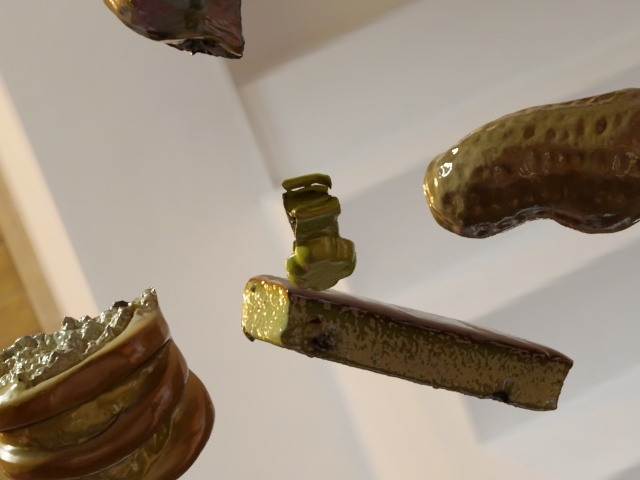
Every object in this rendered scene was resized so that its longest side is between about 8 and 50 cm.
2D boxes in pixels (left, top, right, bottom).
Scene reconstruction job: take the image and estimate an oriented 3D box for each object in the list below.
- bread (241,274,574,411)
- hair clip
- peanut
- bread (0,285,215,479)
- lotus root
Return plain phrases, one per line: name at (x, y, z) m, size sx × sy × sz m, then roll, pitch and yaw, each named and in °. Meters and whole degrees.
bread at (0.088, 0.111, 2.004) m, size 0.361 × 0.077 × 0.138 m, roll 15°, pitch 0°, yaw -27°
hair clip at (0.000, 0.000, 1.742) m, size 0.072 × 0.046 × 0.173 m, roll -13°, pitch -30°, yaw -6°
peanut at (0.189, -0.055, 1.416) m, size 0.226 × 0.108 × 0.095 m, roll -9°, pitch -12°, yaw 10°
bread at (-0.315, 0.238, 2.555) m, size 0.315 × 0.270 × 0.211 m, roll -22°, pitch 7°, yaw 1°
lotus root at (-0.139, -0.303, 1.725) m, size 0.149 × 0.267 × 0.260 m, roll 3°, pitch -31°, yaw -5°
